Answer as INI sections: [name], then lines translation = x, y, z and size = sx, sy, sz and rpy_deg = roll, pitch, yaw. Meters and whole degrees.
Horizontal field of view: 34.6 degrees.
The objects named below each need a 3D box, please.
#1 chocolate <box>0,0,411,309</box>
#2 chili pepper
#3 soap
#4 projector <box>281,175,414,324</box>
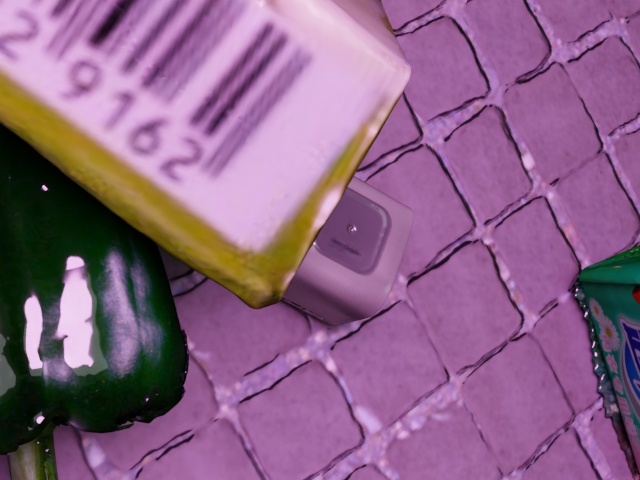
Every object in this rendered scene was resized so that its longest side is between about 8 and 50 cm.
[chocolate]
translation = -0.099, -0.152, 0.531
size = 0.301, 0.288, 0.137
rpy_deg = 40, 107, -18
[chili pepper]
translation = -0.149, 0.062, 0.535
size = 0.174, 0.165, 0.261
rpy_deg = -13, 85, -42
[soap]
translation = 0.297, 0.137, 0.750
size = 0.098, 0.218, 0.273
rpy_deg = -19, 94, -15
[projector]
translation = 0.000, 0.000, 0.674
size = 0.082, 0.083, 0.083
rpy_deg = 29, 68, -22
